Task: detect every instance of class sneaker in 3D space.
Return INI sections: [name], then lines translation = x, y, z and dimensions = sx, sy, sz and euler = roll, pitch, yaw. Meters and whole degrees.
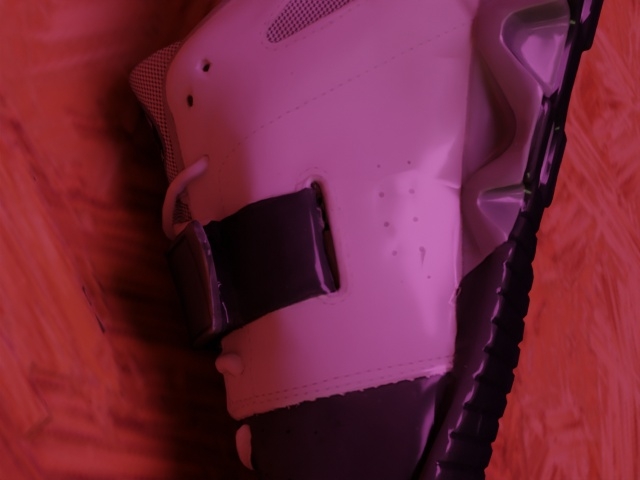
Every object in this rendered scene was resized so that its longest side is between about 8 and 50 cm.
[sneaker]
translation = 0.000, 0.000, 0.621
dimensions = 0.122, 0.146, 0.330
euler = 54, 49, -76
